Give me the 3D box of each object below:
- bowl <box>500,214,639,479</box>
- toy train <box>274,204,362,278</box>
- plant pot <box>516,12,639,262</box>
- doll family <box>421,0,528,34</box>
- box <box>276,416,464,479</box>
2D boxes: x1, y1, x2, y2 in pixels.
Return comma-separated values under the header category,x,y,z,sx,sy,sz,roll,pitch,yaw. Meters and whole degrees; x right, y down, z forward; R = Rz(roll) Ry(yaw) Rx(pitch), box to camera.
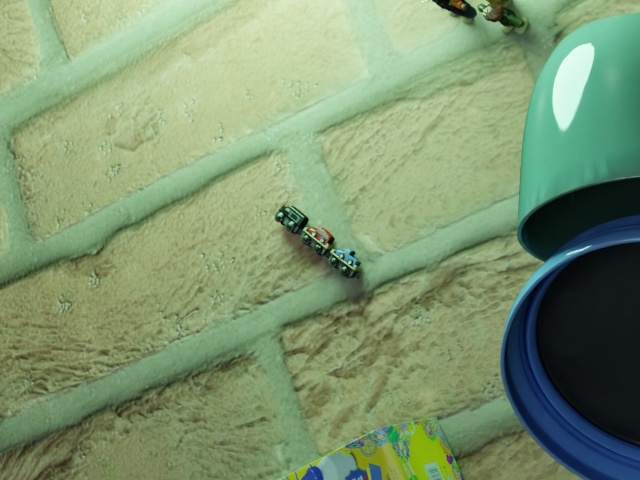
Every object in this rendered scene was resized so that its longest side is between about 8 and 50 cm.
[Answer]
category,x,y,z,sx,sy,sz,roll,pitch,yaw
bowl,0.404,0.140,1.663,0.391,0.077,0.391,11,127,15
toy train,0.000,0.000,2.017,0.158,0.027,0.036,39,95,24
plant pot,0.369,-0.120,1.694,0.293,0.293,0.235,-12,64,27
doll family,0.182,-0.324,1.886,0.193,0.111,0.076,16,95,28
box,0.064,0.422,1.882,0.279,0.177,0.290,-31,74,24
